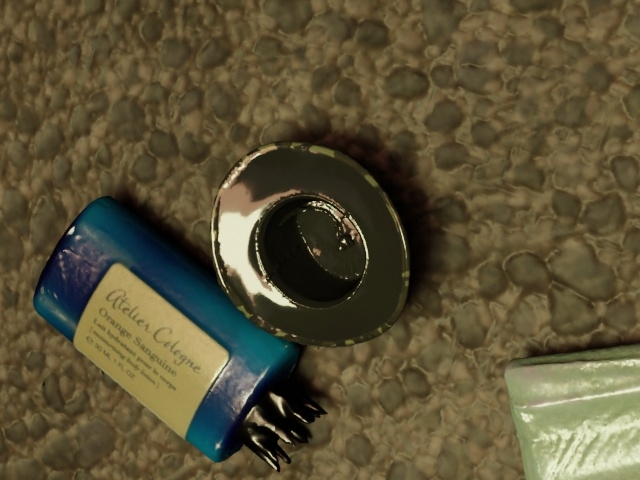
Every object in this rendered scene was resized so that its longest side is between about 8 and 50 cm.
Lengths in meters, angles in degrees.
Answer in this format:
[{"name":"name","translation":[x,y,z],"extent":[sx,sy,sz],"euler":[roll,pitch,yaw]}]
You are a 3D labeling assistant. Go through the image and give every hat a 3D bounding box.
[{"name":"hat","translation":[0.000,0.000,0.799],"extent":[0.121,0.050,0.121],"euler":[4,102,20]}]

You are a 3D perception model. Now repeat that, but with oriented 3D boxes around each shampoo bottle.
[{"name":"shampoo bottle","translation":[-0.078,0.060,0.844],"extent":[0.183,0.050,0.087],"euler":[37,108,15]}]

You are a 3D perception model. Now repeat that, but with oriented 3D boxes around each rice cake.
[{"name":"rice cake","translation":[0.202,0.082,0.724],"extent":[0.221,0.042,0.080],"euler":[-12,88,26]}]
